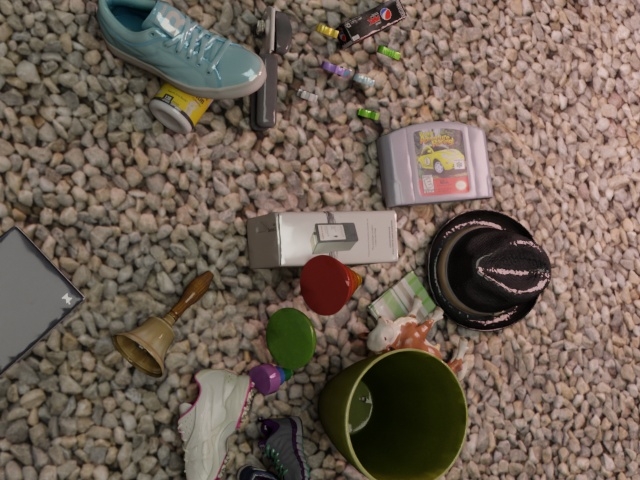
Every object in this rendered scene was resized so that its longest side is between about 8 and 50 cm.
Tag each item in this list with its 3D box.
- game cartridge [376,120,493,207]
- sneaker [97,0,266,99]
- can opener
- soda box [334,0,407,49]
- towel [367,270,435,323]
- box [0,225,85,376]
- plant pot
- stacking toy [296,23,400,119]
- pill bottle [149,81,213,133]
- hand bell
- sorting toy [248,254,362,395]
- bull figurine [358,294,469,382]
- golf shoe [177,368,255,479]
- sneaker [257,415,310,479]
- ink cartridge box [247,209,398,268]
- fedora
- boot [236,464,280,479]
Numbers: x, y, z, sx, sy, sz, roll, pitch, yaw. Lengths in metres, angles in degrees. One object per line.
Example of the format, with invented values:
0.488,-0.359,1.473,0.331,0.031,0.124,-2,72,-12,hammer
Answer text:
0.278,-0.186,2.044,0.294,0.060,0.196,-6,84,-24,game cartridge
-0.284,-0.389,1.675,0.365,0.150,0.135,18,71,9,sneaker
-0.108,-0.381,1.876,0.093,0.074,0.281,8,82,-24,can opener
0.117,-0.510,1.996,0.169,0.060,0.053,-30,96,-22,soda box
0.189,0.157,1.990,0.152,0.023,0.113,-38,103,-24,towel
-0.597,0.142,1.491,0.296,0.294,0.183,-45,103,-21,box
0.111,0.361,1.784,0.274,0.293,0.275,3,84,-24,plant pot
0.065,-0.378,1.934,0.221,0.052,0.167,14,102,-23,stacking toy
-0.269,-0.321,1.784,0.103,0.103,0.184,37,72,-17,pill bottle
-0.299,0.148,1.743,0.126,0.126,0.242,46,57,-13,hand bell
-0.017,0.178,1.769,0.127,0.366,0.126,46,29,26,sorting toy
0.222,0.247,1.936,0.188,0.101,0.310,-48,119,-20,bull figurine
-0.242,0.407,1.740,0.140,0.115,0.306,21,77,-1,golf shoe
-0.082,0.460,1.763,0.098,0.224,0.083,6,124,-14,sneaker
0.000,0.000,1.821,0.272,0.198,0.115,-1,87,-24,ink cartridge box
0.427,0.067,2.030,0.333,0.152,0.334,3,84,-24,fedora
-0.084,0.532,1.795,0.190,0.086,0.069,27,75,-19,boot
